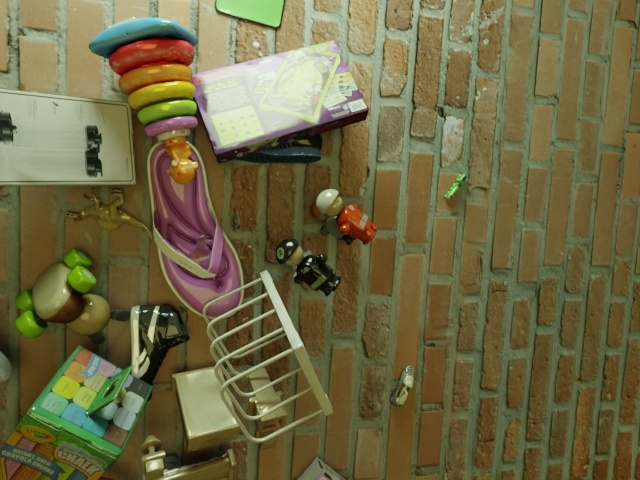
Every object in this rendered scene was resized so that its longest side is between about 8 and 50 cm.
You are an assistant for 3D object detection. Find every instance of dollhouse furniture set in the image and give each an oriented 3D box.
[{"bbox_3d":[-0.264,0.484,1.058,0.303,0.174,0.356,-4,125,-26],"label":"dollhouse furniture set"}]

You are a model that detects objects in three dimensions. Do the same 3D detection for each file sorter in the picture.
[{"bbox_3d":[-0.121,0.236,0.929,0.173,0.278,0.193,-26,121,-8],"label":"file sorter"}]

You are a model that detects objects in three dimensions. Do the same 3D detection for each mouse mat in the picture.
[{"bbox_3d":[-0.148,-0.588,1.007,0.152,0.007,0.190,10,94,-16],"label":"mouse mat"}]

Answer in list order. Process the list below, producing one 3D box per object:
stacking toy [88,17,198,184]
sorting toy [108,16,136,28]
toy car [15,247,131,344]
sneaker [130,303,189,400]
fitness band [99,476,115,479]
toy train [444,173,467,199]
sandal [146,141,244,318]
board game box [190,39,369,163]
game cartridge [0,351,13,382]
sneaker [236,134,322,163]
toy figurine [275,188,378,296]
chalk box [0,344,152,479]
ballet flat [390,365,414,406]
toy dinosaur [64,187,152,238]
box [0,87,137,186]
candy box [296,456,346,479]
[{"bbox_3d":[-0.305,-0.259,0.893,0.175,0.166,0.302,-13,100,6],"label":"stacking toy"},{"bbox_3d":[-0.401,-0.423,0.950,0.062,0.012,0.083,-27,101,-12],"label":"sorting toy"},{"bbox_3d":[-0.495,0.141,0.940,0.155,0.149,0.188,-42,133,-4],"label":"toy car"},{"bbox_3d":[-0.350,0.249,0.991,0.121,0.079,0.217,-2,95,-14],"label":"sneaker"},{"bbox_3d":[-0.526,0.617,0.963,0.290,0.054,0.209,-20,100,4],"label":"fitness band"},{"bbox_3d":[0.354,-0.139,1.174,0.017,0.023,0.083,39,84,-15],"label":"toy train"},{"bbox_3d":[-0.284,-0.013,0.973,0.169,0.102,0.417,-20,100,-12],"label":"sandal"},{"bbox_3d":[-0.092,-0.310,0.983,0.346,0.056,0.208,-19,76,-12],"label":"board game box"},{"bbox_3d":[-0.760,0.191,0.850,0.196,0.060,0.294,-28,109,8],"label":"game cartridge"},{"bbox_3d":[-0.110,-0.229,1.019,0.232,0.081,0.091,1,81,-15],"label":"sneaker"},{"bbox_3d":[0.000,0.000,0.997,0.148,0.209,0.213,37,86,-8],"label":"toy figurine"},{"bbox_3d":[-0.466,0.346,0.866,0.179,0.180,0.289,36,110,-15],"label":"chalk box"},{"bbox_3d":[0.223,0.386,1.179,0.041,0.041,0.114,27,88,-16],"label":"ballet flat"},{"bbox_3d":[-0.441,-0.062,0.960,0.183,0.053,0.093,11,106,-6],"label":"toy dinosaur"},{"bbox_3d":[-0.508,-0.183,0.840,0.289,0.087,0.169,-9,99,-44],"label":"box"},{"bbox_3d":[0.012,0.680,1.133,0.196,0.070,0.165,43,83,-14],"label":"candy box"}]
